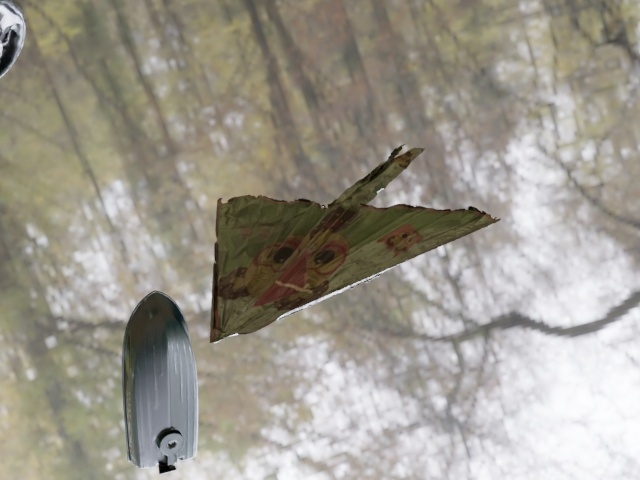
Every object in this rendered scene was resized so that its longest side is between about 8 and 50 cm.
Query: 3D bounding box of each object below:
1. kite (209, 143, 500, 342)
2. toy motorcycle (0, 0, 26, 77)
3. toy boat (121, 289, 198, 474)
[{"bbox_3d":[0.000,0.000,1.114,0.323,0.013,0.268,4,-140,44],"label":"kite"},{"bbox_3d":[-0.292,-0.200,0.909,0.223,0.108,0.341,-55,153,13],"label":"toy motorcycle"},{"bbox_3d":[-0.121,0.103,1.043,0.055,0.141,0.060,-9,-154,-22],"label":"toy boat"}]
